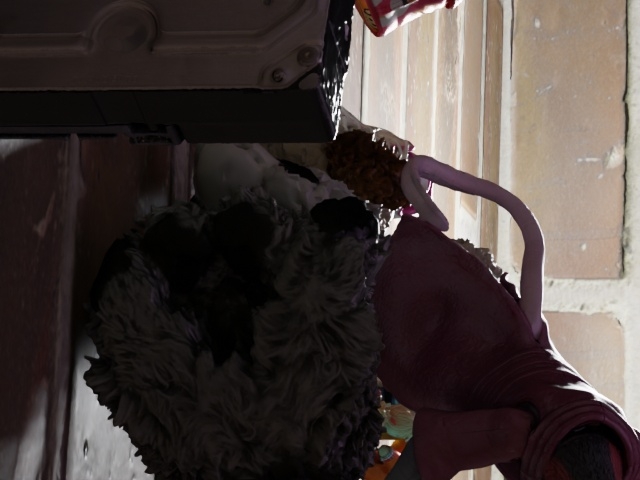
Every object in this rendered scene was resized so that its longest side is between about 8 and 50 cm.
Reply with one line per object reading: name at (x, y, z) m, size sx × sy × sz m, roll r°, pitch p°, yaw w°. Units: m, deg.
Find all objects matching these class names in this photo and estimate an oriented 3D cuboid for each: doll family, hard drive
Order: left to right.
hard drive at (-0.089, -0.213, 1.173) m, size 0.064 × 0.237 × 0.339 m, roll 69°, pitch 26°, yaw -58°
doll family at (0.063, 0.173, 2.040) m, size 0.263 × 0.163 × 0.118 m, roll 63°, pitch 30°, yaw -64°

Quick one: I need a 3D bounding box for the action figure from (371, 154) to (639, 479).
action figure at (0.174, 0.128, 1.519) m, size 0.275 × 0.248 × 0.370 m, roll -70°, pitch -156°, yaw 11°

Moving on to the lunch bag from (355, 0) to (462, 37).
lunch bag at (0.034, -0.369, 1.906) m, size 0.293 × 0.120 × 0.258 m, roll 74°, pitch -8°, yaw -49°

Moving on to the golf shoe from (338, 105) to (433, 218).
golf shoe at (0.032, -0.086, 1.956) m, size 0.306 × 0.140 × 0.115 m, roll 38°, pitch 55°, yaw -73°

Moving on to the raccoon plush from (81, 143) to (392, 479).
raccoon plush at (-0.043, 0.133, 1.483) m, size 0.299 × 0.216 × 0.446 m, roll 3°, pitch 87°, yaw -82°

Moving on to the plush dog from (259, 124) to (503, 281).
plush dog at (0.000, 0.000, 1.731) m, size 0.210 × 0.262 × 0.225 m, roll -27°, pitch 112°, yaw -36°
